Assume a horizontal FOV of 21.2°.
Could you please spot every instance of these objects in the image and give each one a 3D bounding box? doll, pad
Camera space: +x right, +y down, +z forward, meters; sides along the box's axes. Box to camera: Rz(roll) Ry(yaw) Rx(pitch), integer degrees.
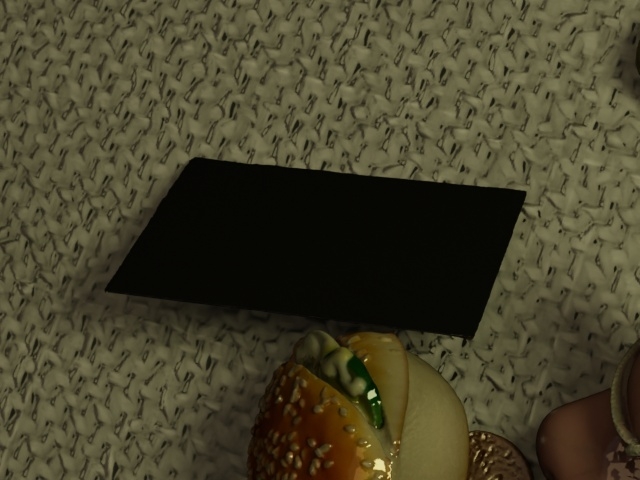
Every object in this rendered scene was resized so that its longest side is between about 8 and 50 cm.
[{"bbox_3d":[0.265,0.136,1.178,0.216,0.268,0.284,-16,71,1],"label":"doll"},{"bbox_3d":[0.000,0.001,1.374,0.300,0.005,0.202,6,37,17],"label":"pad"}]

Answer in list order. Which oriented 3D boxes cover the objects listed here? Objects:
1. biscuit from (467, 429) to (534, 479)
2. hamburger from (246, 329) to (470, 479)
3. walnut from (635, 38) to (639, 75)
[{"bbox_3d":[0.141,0.245,1.310,0.138,0.031,0.205,-14,71,1],"label":"biscuit"},{"bbox_3d":[0.020,0.180,1.273,0.147,0.237,0.236,13,75,-18],"label":"hamburger"},{"bbox_3d":[0.298,-0.150,1.363,0.092,0.092,0.092,-4,73,14],"label":"walnut"}]
